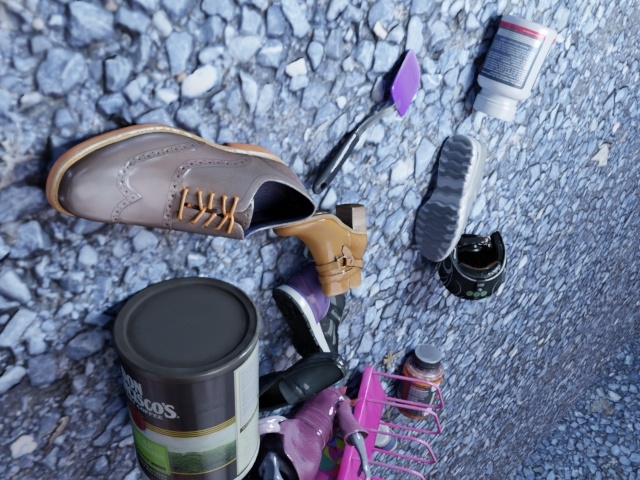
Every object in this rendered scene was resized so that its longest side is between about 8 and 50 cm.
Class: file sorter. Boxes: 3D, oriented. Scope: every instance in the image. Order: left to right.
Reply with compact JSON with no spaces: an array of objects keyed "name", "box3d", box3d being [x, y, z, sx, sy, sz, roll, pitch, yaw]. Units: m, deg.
[{"name":"file sorter","box3d":[0.174,0.477,1.438,0.202,0.182,0.290,65,37,-54]}]

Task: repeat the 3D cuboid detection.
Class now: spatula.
[{"name":"spatula","box3d":[0.082,-0.191,1.046,0.296,0.030,0.084,-49,145,-7]}]

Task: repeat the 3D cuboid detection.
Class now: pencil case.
[{"name":"pencil case","box3d":[0.003,0.582,1.516,0.104,0.104,0.236,10,110,-50]}]

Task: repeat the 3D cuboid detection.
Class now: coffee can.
[{"name":"coffee can","box3d":[-0.191,0.222,0.934,0.202,0.201,0.275,-25,134,-33]}]

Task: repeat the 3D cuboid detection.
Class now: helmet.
[{"name":"helmet","box3d":[0.342,0.052,1.402,0.169,0.169,0.161,-44,165,-13]}]

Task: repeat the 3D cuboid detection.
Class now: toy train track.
[{"name":"toy train track","box3d":[0.179,0.290,1.548,0.083,0.014,0.048,-13,121,-48]}]

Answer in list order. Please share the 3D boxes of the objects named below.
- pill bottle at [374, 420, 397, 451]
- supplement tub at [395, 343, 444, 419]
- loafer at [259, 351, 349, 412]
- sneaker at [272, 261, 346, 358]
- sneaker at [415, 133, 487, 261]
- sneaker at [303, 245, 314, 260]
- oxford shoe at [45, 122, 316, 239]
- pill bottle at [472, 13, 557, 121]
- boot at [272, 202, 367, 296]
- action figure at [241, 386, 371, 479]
[{"name":"pill bottle","box3d":[0.170,0.539,1.689,0.067,0.067,0.120,-47,143,-9]},{"name":"supplement tub","box3d":[0.263,0.368,1.623,0.106,0.106,0.197,-21,133,-36]},{"name":"loafer","box3d":[-0.043,0.269,1.146,0.076,0.223,0.078,53,31,-17]},{"name":"sneaker","box3d":[0.012,0.154,1.188,0.124,0.107,0.283,-43,142,-24]},{"name":"sneaker","box3d":[0.290,-0.082,1.297,0.115,0.105,0.281,-9,125,-45]},{"name":"sneaker","box3d":[0.000,0.000,1.104,0.031,0.035,0.083,-3,120,-47]},{"name":"oxford shoe","box3d":[-0.157,-0.067,0.799,0.364,0.133,0.129,-8,125,-44]},{"name":"pill bottle","box3d":[0.363,-0.326,1.181,0.108,0.108,0.180,-4,121,-46]},{"name":"boot","box3d":[0.004,0.021,1.048,0.197,0.073,0.152,-8,105,-33]},{"name":"action figure","box3d":[-0.042,0.397,1.286,0.370,0.248,0.275,-38,108,-50]}]
